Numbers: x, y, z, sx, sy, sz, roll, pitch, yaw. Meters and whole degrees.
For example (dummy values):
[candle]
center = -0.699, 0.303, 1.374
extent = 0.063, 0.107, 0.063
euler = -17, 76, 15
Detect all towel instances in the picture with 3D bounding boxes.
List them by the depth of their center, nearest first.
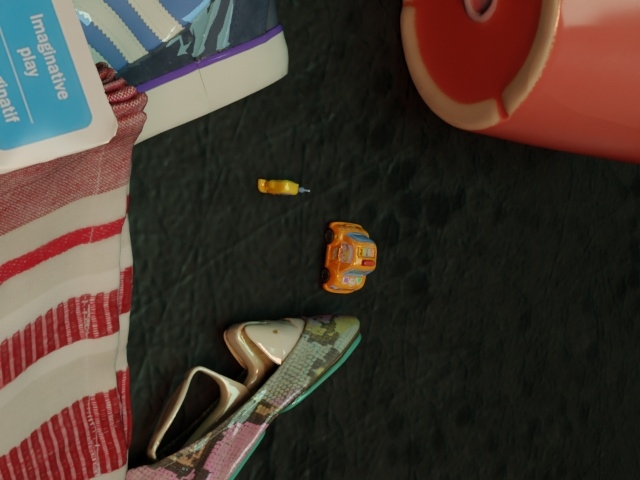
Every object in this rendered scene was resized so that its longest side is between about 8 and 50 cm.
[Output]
[towel]
center = -0.182, 0.093, 0.540
extent = 0.237, 0.037, 0.329
euler = -39, 150, -42

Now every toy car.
[toy car]
center = 0.000, 0.000, 0.815
extent = 0.122, 0.040, 0.060
euler = 29, 76, -39

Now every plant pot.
[plant pot]
center = 0.216, -0.187, 0.852
extent = 0.243, 0.275, 0.275
euler = -4, 96, -30

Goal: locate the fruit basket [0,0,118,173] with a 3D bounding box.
[fruit basket]
center = -0.290, -0.137, 0.369
extent = 0.353, 0.165, 0.327
euler = -19, 82, -12

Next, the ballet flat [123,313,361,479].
[ballet flat]
center = -0.057, 0.110, 0.763
extent = 0.079, 0.077, 0.221
euler = 49, 62, -10

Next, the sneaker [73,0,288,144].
[sneaker]
center = -0.167, -0.163, 0.601
extent = 0.323, 0.130, 0.236
euler = -28, 110, -36
